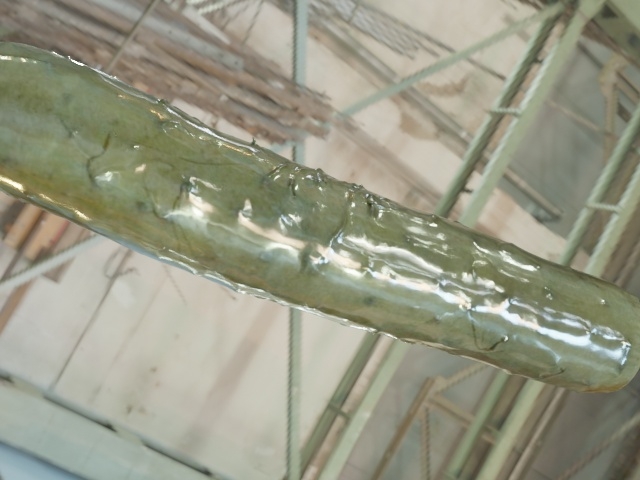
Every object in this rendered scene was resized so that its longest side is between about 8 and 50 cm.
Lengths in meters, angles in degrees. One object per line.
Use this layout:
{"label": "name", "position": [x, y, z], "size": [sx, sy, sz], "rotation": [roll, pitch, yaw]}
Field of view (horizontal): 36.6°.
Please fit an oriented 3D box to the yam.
{"label": "yam", "position": [0.000, 0.000, 0.496], "size": [0.083, 0.372, 0.083], "rotation": [-59, -162, 32]}
